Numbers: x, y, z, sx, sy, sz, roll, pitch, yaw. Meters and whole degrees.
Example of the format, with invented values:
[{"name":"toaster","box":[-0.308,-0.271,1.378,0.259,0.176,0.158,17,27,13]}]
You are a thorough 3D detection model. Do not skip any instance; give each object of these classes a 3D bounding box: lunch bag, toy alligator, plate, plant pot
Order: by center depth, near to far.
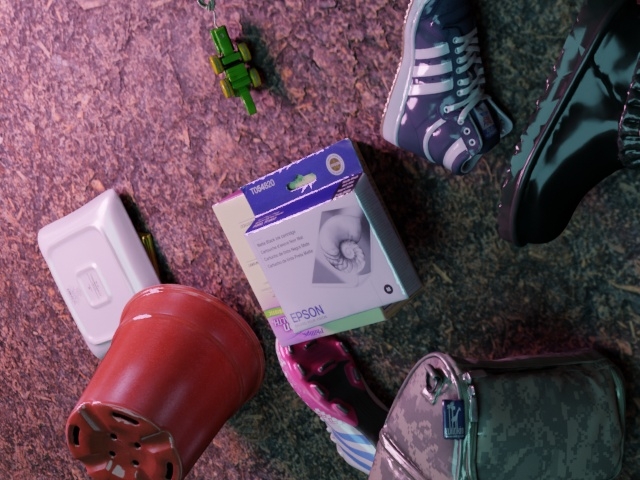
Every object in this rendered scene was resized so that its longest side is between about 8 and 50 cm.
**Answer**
[{"name":"lunch bag","box":[0.235,0.259,1.416,0.212,0.305,0.256,42,125,52]},{"name":"toy alligator","box":[-0.137,-0.273,1.603,0.051,0.056,0.190,-154,41,-77]},{"name":"plant pot","box":[-0.263,0.256,1.772,0.272,0.265,0.272,11,125,15]},{"name":"plate","box":[-0.393,0.075,1.954,0.278,0.045,0.277,-22,96,45]}]

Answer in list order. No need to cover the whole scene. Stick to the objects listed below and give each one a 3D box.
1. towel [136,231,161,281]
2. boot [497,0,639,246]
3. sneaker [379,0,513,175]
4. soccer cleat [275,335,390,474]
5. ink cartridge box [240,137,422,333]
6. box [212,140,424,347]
[{"name":"towel","box":[-0.321,0.095,1.943,0.102,0.021,0.237,7,116,33]},{"name":"boot","box":[0.363,-0.089,1.226,0.260,0.131,0.348,32,126,20]},{"name":"sneaker","box":[0.176,-0.209,1.365,0.153,0.099,0.282,35,136,24]},{"name":"soccer cleat","box":[0.039,0.275,1.704,0.331,0.116,0.143,46,142,13]},{"name":"ink cartridge box","box":[0.000,0.000,1.482,0.223,0.045,0.224,-22,97,41]},{"name":"box","box":[-0.004,0.009,1.599,0.213,0.117,0.243,-20,99,41]}]
